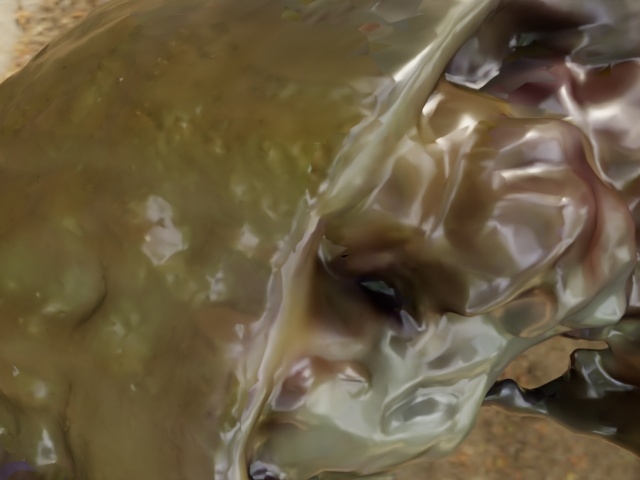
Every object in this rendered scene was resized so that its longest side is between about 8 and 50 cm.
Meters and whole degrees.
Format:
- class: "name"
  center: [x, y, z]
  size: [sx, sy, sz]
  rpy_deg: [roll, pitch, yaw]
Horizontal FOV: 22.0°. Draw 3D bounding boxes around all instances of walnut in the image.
- class: "walnut"
  center: [-0.001, -0.007, 0.412]
  size: [0.238, 0.204, 0.141]
  rpy_deg: [-20, 127, -17]
